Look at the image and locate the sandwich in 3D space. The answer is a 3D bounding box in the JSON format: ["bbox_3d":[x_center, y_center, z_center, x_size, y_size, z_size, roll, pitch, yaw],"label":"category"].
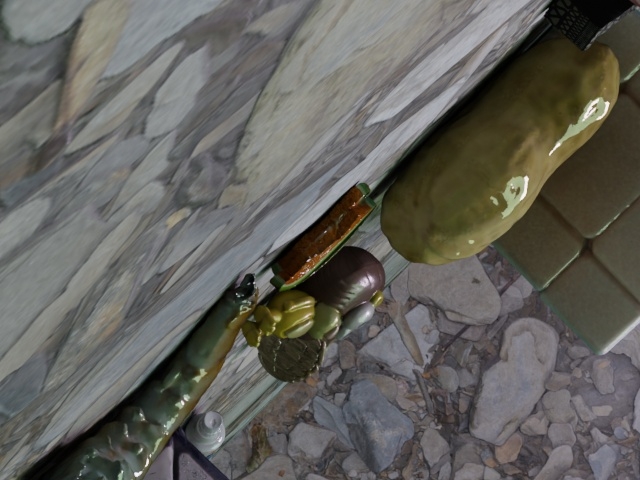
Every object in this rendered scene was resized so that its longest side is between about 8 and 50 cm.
[{"bbox_3d":[-0.002,0.002,1.369,0.135,0.029,0.067,-41,168,-20],"label":"sandwich"}]

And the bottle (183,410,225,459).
[{"bbox_3d":[-0.171,0.284,2.070,0.060,0.060,0.217,-42,174,-21],"label":"bottle"}]

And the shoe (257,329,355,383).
[{"bbox_3d":[-0.005,0.097,1.812,0.180,0.089,0.092,-44,-173,22],"label":"shoe"}]

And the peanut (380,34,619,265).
[{"bbox_3d":[0.198,-0.095,1.545,0.319,0.147,0.147,-43,175,6],"label":"peanut"}]

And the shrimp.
[{"bbox_3d":[-0.147,0.159,1.282,0.287,0.068,0.185,-45,176,-12],"label":"shrimp"}]

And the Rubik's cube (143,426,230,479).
[{"bbox_3d":[-0.203,0.457,1.838,0.307,0.305,0.310,-43,174,-26],"label":"Rubik's cube"}]

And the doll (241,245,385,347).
[{"bbox_3d":[-0.005,0.077,1.607,0.188,0.096,0.145,-32,163,-20],"label":"doll"}]

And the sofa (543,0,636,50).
[{"bbox_3d":[0.285,-0.244,1.464,0.118,0.060,0.039,-39,169,-41],"label":"sofa"}]

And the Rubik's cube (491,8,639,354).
[{"bbox_3d":[0.351,-0.093,1.754,0.319,0.316,0.322,-45,173,13],"label":"Rubik's cube"}]

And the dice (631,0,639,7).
[{"bbox_3d":[0.327,-0.276,1.361,0.093,0.094,0.091,-43,175,-4],"label":"dice"}]
